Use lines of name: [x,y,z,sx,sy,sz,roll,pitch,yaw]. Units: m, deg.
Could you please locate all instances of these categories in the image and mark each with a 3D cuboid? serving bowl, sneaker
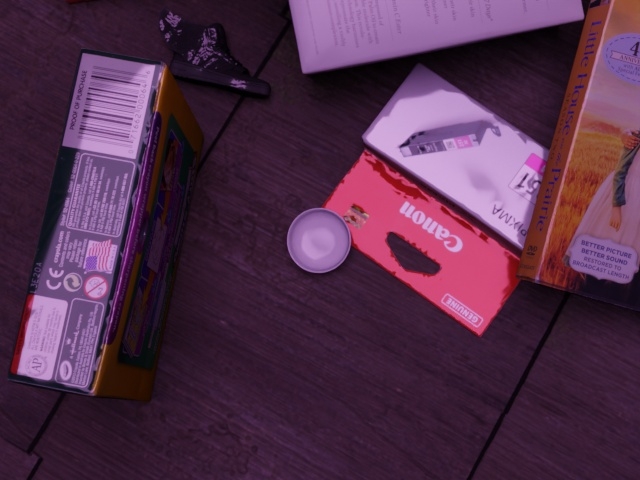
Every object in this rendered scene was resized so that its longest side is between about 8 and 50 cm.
serving bowl: [0.000,0.000,1.436,0.083,0.027,0.083,0,89,10]
sneaker: [-0.139,-0.248,1.477,0.170,0.051,0.089,14,87,10]

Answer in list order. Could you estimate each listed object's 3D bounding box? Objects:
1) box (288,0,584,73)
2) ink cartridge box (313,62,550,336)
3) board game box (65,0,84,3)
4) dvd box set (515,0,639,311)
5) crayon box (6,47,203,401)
box: [0.127,-0.343,1.388,0.345,0.168,0.215,-11,98,2]
ink cartridge box: [0.165,-0.053,1.421,0.275,0.060,0.239,36,84,9]
board game box: [-0.244,-0.495,1.519,0.242,0.064,0.316,-6,80,3]
dvd box set: [0.431,-0.116,1.332,0.308,0.062,0.420,16,90,-15]
crayon box: [-0.238,0.001,1.311,0.106,0.313,0.362,10,81,2]
